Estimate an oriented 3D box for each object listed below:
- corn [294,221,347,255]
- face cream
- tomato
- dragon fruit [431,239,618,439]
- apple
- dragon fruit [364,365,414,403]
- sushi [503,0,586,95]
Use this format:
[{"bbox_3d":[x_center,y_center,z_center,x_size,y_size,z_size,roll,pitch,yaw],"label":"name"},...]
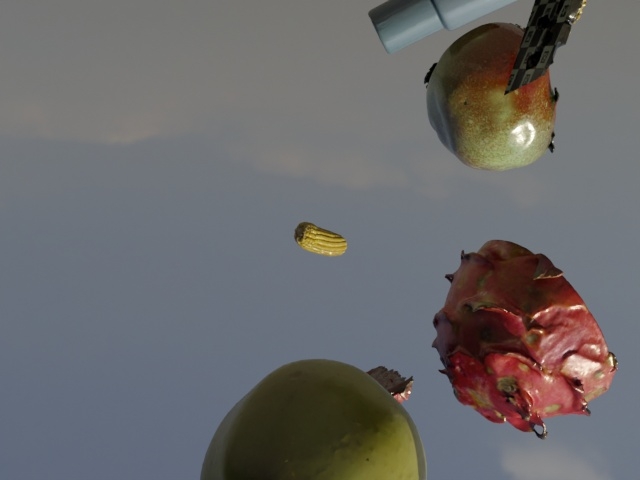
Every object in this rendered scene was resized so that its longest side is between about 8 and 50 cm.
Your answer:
[{"bbox_3d":[0.000,0.000,1.419,0.037,0.037,0.092,24,-175,41],"label":"corn"},{"bbox_3d":[0.250,-0.375,1.493,0.385,0.136,0.086,-26,167,11],"label":"face cream"},{"bbox_3d":[0.344,-0.288,2.218,0.239,0.303,0.303,-12,-160,-6],"label":"tomato"},{"bbox_3d":[0.351,0.195,2.031,0.249,0.386,0.371,-36,-124,-18],"label":"dragon fruit"},{"bbox_3d":[-0.017,0.475,2.112,0.473,0.474,0.473,7,-162,-2],"label":"apple"},{"bbox_3d":[0.091,0.417,2.672,0.282,0.100,0.343,-25,-175,-6],"label":"dragon fruit"},{"bbox_3d":[0.426,-0.394,1.938,0.043,0.279,0.192,22,169,-12],"label":"sushi"}]
